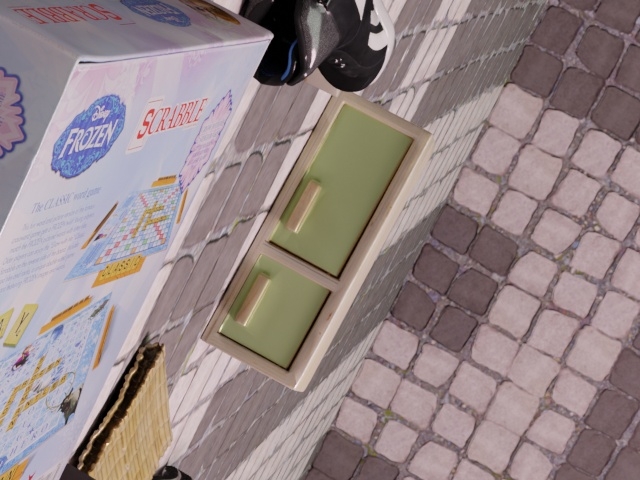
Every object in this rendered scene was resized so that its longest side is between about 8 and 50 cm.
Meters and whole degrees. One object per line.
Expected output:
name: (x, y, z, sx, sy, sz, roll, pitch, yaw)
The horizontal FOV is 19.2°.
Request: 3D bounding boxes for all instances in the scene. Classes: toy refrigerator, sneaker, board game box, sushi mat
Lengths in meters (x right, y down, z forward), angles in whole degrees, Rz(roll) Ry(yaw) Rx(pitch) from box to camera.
toy refrigerator: (0.000, 0.000, 1.777, 0.269, 0.102, 0.094, -61, 173, -2)
sneaker: (-0.156, 0.257, 1.892, 0.044, 0.040, 0.109, -61, 173, 6)
board game box: (-0.155, 0.029, 0.939, 0.318, 0.066, 0.319, -63, 172, 12)
sushi mat: (-0.172, 0.193, 1.620, 0.151, 0.019, 0.316, -61, 173, -19)
sneaker: (-0.011, -0.141, 1.315, 0.121, 0.079, 0.217, -56, 163, -22)

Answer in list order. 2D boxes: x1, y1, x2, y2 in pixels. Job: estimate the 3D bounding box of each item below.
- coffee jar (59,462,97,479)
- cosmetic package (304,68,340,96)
coffee jar: (-0.210, 0.242, 1.298, 0.184, 0.079, 0.096, -66, 172, 24)
cosmetic package: (0.012, -0.166, 1.479, 0.060, 0.041, 0.115, -60, 173, -20)
